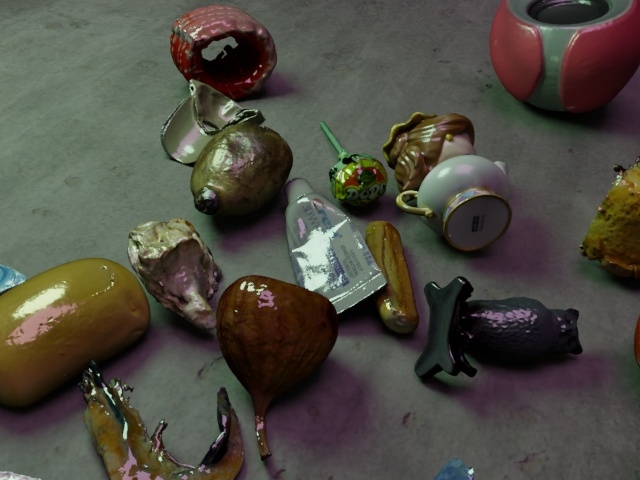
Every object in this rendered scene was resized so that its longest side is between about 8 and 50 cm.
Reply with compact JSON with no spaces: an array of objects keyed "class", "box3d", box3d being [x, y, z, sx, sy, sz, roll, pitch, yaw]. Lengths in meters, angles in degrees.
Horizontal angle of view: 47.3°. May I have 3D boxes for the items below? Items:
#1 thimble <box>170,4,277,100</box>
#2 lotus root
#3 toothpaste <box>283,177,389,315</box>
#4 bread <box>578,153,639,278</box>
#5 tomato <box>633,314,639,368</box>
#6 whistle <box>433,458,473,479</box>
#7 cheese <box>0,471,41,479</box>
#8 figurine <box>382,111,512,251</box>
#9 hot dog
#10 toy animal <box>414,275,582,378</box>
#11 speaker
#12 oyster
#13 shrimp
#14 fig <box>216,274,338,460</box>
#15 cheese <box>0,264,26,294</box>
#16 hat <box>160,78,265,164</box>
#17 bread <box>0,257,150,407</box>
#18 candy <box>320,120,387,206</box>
[{"class":"thimble","box3d":[-0.187,-0.363,1.416,0.190,0.163,0.125,-8,37,-26]},{"class":"lotus root","box3d":[-0.128,-0.101,1.109,0.139,0.138,0.214,20,43,20]},{"class":"toothpaste","box3d":[-0.001,0.002,1.029,0.069,0.099,0.282,20,27,-30]},{"class":"bread","box3d":[0.500,-0.041,1.065,0.147,0.160,0.261,37,42,27]},{"class":"tomato","box3d":[0.444,0.147,0.877,0.156,0.069,0.155,5,39,-4]},{"class":"whistle","box3d":[0.059,0.309,0.635,0.062,0.062,0.304,27,42,27]},{"class":"cheese","box3d":[-0.394,0.227,0.707,0.256,0.050,0.127,10,37,8]},{"class":"figurine","box3d":[0.194,-0.104,1.127,0.190,0.142,0.263,-5,40,-12]},{"class":"hot dog","box3d":[0.089,0.046,0.997,0.066,0.047,0.215,31,29,-27]},{"class":"toy animal","box3d":[0.219,0.119,0.908,0.210,0.121,0.117,9,-11,-21]},{"class":"speaker","box3d":[0.472,-0.389,1.428,0.295,0.294,0.294,3,37,-2]},{"class":"oyster","box3d":[-0.171,0.032,0.941,0.191,0.081,0.163,58,23,17]},{"class":"shrimp","box3d":[-0.170,0.190,0.780,0.152,0.046,0.219,-24,49,-30]},{"class":"fig","box3d":[-0.053,0.143,0.828,0.146,0.134,0.201,11,74,-34]},{"class":"cheese","box3d":[-0.486,0.089,0.879,0.135,0.052,0.245,22,41,22]},{"class":"hat","box3d":[-0.199,-0.195,1.284,0.147,0.085,0.175,32,67,17]},{"class":"bread","box3d":[-0.312,0.093,0.858,0.147,0.098,0.217,24,40,30]},{"class":"candy","box3d":[0.032,-0.145,1.237,0.091,0.083,0.305,-2,29,-16]}]
